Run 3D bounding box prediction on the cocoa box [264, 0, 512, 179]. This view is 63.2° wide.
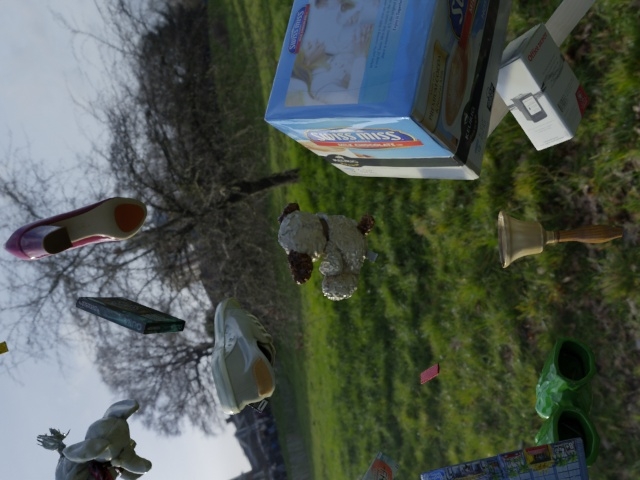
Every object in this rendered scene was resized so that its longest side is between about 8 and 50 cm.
[{"bbox_3d":[0.109,-0.285,0.728,0.228,0.231,0.347,21,-100,-53],"label":"cocoa box"}]

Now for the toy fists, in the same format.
[{"bbox_3d":[0.442,0.317,0.938,0.142,0.096,0.279,93,-164,-46],"label":"toy fists"}]

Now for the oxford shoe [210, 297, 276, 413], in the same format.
[{"bbox_3d":[-0.173,0.247,1.209,0.449,0.130,0.169,-131,24,-74],"label":"oxford shoe"}]

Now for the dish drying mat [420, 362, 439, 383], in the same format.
[{"bbox_3d":[0.304,0.369,1.441,0.083,0.008,0.032,-51,22,47],"label":"dish drying mat"}]

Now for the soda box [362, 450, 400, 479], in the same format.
[{"bbox_3d":[0.109,0.563,1.155,0.058,0.183,0.063,31,129,15],"label":"soda box"}]

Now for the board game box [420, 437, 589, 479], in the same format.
[{"bbox_3d":[0.233,0.346,0.588,0.060,0.194,0.194,74,-176,-58],"label":"board game box"}]

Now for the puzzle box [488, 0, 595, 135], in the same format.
[{"bbox_3d":[0.414,-0.333,1.121,0.052,0.409,0.272,38,-178,6],"label":"puzzle box"}]

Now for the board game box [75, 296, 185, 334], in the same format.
[{"bbox_3d":[-0.393,0.154,1.083,0.126,0.186,0.026,15,-90,-66],"label":"board game box"}]

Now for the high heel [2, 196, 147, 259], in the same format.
[{"bbox_3d":[-0.661,-0.044,1.431,0.377,0.181,0.127,-27,-66,-60],"label":"high heel"}]

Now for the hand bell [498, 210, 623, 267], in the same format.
[{"bbox_3d":[0.516,-0.008,1.122,0.126,0.242,0.126,-3,-90,-78],"label":"hand bell"}]

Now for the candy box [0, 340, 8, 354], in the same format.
[{"bbox_3d":[-0.662,0.225,0.889,0.206,0.105,0.027,-23,-86,-56],"label":"candy box"}]

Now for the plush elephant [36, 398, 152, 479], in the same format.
[{"bbox_3d":[-0.571,0.580,1.395,0.330,0.255,0.272,49,-154,-9],"label":"plush elephant"}]

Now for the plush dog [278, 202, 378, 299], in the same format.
[{"bbox_3d":[0.000,0.000,1.333,0.210,0.225,0.262,-54,41,43],"label":"plush dog"}]

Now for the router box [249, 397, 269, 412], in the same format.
[{"bbox_3d":[-0.233,0.453,1.601,0.133,0.046,0.179,36,172,-11],"label":"router box"}]

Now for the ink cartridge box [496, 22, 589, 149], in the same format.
[{"bbox_3d":[0.335,-0.234,0.795,0.150,0.109,0.063,48,146,-16],"label":"ink cartridge box"}]
